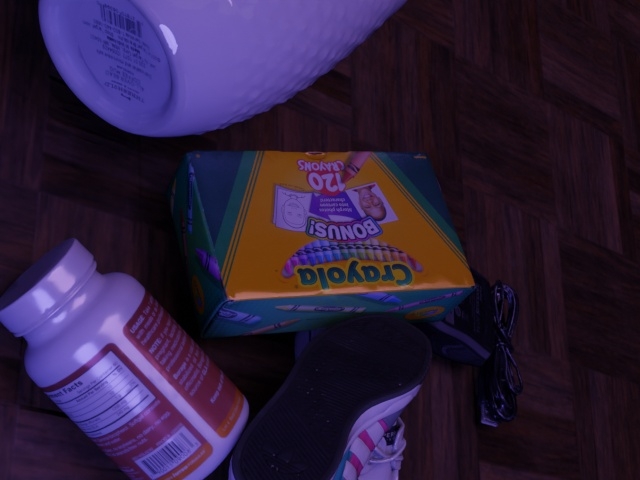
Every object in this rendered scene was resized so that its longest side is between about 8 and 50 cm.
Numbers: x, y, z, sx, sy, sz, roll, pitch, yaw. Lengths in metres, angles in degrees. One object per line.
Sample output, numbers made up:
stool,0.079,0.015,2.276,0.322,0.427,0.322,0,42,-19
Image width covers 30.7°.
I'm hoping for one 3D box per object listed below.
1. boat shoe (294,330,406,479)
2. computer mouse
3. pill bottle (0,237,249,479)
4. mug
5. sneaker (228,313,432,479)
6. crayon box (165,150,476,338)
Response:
boat shoe,0.045,0.199,1.190,0.096,0.088,0.268,8,67,-43
computer mouse,0.145,0.088,1.362,0.272,0.072,0.188,41,45,-41
pill bottle,-0.170,0.106,0.992,0.216,0.121,0.121,50,45,-17
mug,-0.134,-0.281,1.122,0.374,0.276,0.328,35,51,11
sneaker,0.002,0.204,1.085,0.123,0.178,0.295,30,39,17
crayon box,0.000,0.000,1.164,0.278,0.081,0.165,-2,60,-28
